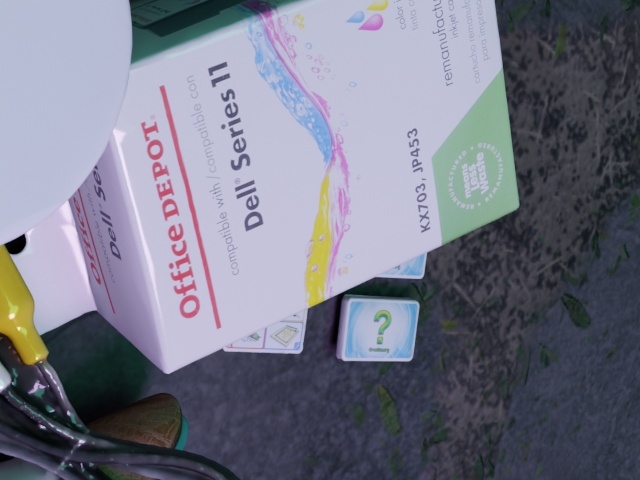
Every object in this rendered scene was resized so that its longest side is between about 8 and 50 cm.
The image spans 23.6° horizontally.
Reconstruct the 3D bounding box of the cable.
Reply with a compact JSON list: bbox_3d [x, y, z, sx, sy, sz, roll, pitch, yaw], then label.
[{"bbox_3d":[-0.173,0.116,0.930,0.287,0.072,0.139,45,90,0],"label":"cable"}]

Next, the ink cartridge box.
[{"bbox_3d":[-0.054,-0.058,0.977,0.353,0.119,0.207,-25,121,-23],"label":"ink cartridge box"}]

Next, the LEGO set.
[{"bbox_3d":[0.000,0.000,1.135,0.244,0.060,0.182,6,93,-40],"label":"LEGO set"}]

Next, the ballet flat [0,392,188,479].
[{"bbox_3d":[-0.217,0.229,0.992,0.124,0.116,0.342,33,82,-20],"label":"ballet flat"}]

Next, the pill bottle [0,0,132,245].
[{"bbox_3d":[-0.251,-0.091,0.696,0.204,0.361,0.204,-5,98,-37],"label":"pill bottle"}]
